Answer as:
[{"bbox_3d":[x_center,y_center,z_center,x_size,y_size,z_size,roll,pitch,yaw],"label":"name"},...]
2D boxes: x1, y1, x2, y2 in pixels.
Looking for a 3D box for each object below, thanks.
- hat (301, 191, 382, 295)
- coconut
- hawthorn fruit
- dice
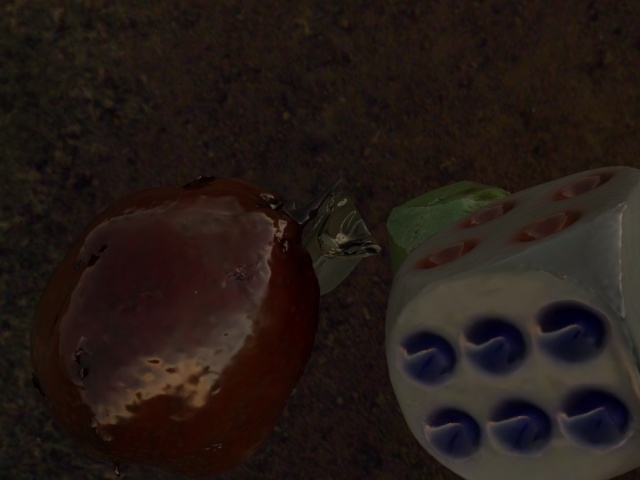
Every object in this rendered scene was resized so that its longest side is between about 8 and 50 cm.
[{"bbox_3d":[0.000,0.000,1.429,0.175,0.147,0.085,-44,35,-11],"label":"hat"},{"bbox_3d":[0.261,0.036,1.548,0.329,0.281,0.328,17,40,-14],"label":"coconut"},{"bbox_3d":[-0.072,0.036,0.563,0.235,0.181,0.181,-48,53,12],"label":"hawthorn fruit"},{"bbox_3d":[0.228,0.085,0.889,0.259,0.243,0.251,-14,15,38],"label":"dice"}]
